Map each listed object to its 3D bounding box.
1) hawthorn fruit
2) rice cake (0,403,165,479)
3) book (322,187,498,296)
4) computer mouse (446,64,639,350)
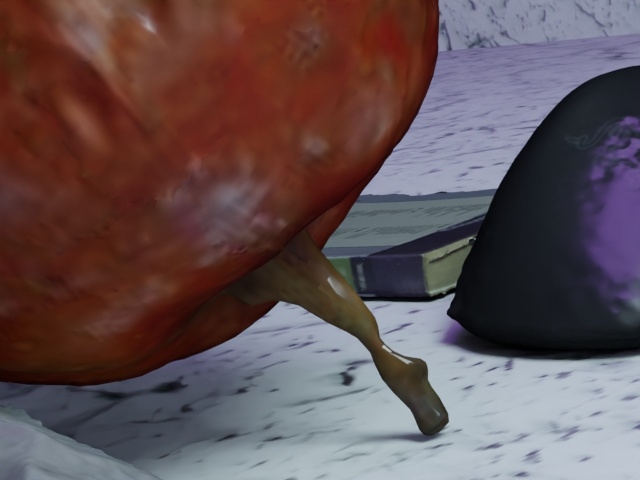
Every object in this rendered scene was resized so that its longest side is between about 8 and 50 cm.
[{"bbox_3d":[-0.055,-0.048,0.527,0.242,0.271,0.242,-34,-5,-3],"label":"hawthorn fruit"},{"bbox_3d":[-0.097,0.061,0.448,0.055,0.049,0.270,13,-3,-32],"label":"rice cake"},{"bbox_3d":[0.000,0.001,0.841,0.231,0.026,0.157,-2,13,39],"label":"book"},{"bbox_3d":[0.144,-0.025,0.690,0.147,0.088,0.264,-1,8,24],"label":"computer mouse"}]
